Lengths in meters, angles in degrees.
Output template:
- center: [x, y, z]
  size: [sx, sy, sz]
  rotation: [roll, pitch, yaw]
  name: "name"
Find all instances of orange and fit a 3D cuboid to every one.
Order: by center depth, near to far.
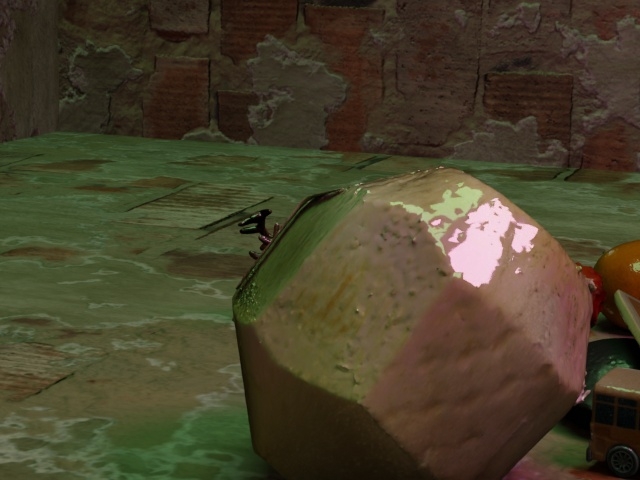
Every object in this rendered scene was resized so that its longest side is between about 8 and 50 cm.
- center: [0.465, 0.068, 1.966]
  size: [0.156, 0.124, 0.156]
  rotation: [-5, 27, 2]
  name: "orange"

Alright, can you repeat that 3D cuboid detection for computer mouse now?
- center: [0.393, 0.157, 1.590]
  size: [0.295, 0.087, 0.168]
  rotation: [-4, 16, -36]
  name: "computer mouse"

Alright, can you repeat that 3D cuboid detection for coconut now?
- center: [0.077, 0.104, 1.332]
  size: [0.353, 0.352, 0.352]
  rotation: [1, 11, 0]
  name: "coconut"

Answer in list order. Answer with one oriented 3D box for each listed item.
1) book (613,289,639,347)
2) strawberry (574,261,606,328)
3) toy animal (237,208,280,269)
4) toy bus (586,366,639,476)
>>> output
- center: [0.450, 0.140, 1.553]
  size: [0.242, 0.018, 0.170]
  rotation: [27, 16, -7]
  name: "book"
- center: [0.211, 0.110, 1.712]
  size: [0.265, 0.149, 0.336]
  rotation: [10, 23, 8]
  name: "strawberry"
- center: [0.002, 0.019, 1.955]
  size: [0.260, 0.087, 0.243]
  rotation: [-2, -13, -13]
  name: "toy animal"
- center: [0.370, 0.189, 1.389]
  size: [0.182, 0.103, 0.091]
  rotation: [8, 14, 28]
  name: "toy bus"
